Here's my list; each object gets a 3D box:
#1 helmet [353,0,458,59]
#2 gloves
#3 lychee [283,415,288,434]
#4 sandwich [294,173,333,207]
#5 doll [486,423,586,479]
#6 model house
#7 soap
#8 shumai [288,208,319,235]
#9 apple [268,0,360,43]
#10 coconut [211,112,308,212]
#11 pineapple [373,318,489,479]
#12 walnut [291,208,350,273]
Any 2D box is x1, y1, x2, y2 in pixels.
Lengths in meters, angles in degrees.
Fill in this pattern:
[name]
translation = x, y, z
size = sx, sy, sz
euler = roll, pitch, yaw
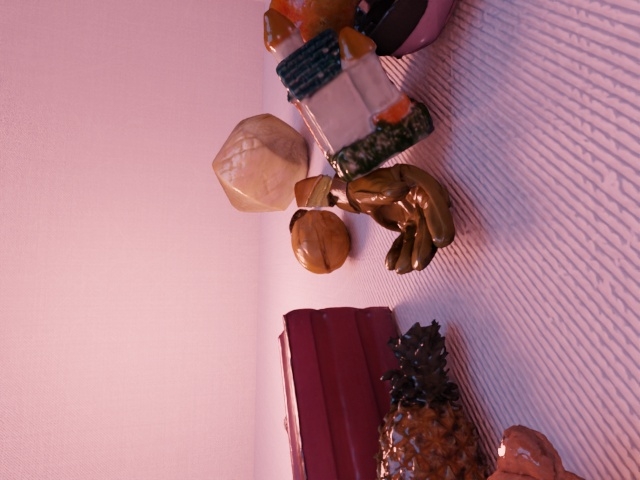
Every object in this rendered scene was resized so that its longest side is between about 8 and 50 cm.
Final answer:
[helmet]
translation = 0.155, -0.418, 0.636
size = 0.253, 0.154, 0.198
euler = -58, 27, 29
[gloves]
translation = 0.127, -0.057, 0.690
size = 0.331, 0.141, 0.154
euler = -137, 39, -58
[lychee]
translation = -0.052, 0.577, 1.266
size = 0.129, 0.123, 0.124
euler = -134, 48, -69
[sandwich]
translation = -0.015, -0.148, 1.270
size = 0.258, 0.094, 0.096
euler = -170, 84, -72
[doll]
translation = 0.254, 0.299, 0.296
size = 0.303, 0.156, 0.201
euler = 28, 110, 40
[model house]
translation = 0.028, -0.284, 0.704
size = 0.301, 0.190, 0.271
euler = 52, -170, -24
[soap]
translation = 0.056, 0.303, 0.733
size = 0.128, 0.232, 0.360
euler = 109, 156, -48
[shumai]
translation = -0.052, -0.043, 1.409
size = 0.105, 0.139, 0.123
euler = 19, 141, 42
[apple]
translation = 0.012, -0.494, 0.839
size = 0.278, 0.250, 0.309
euler = -57, -18, 8
[coconut]
translation = -0.242, -0.295, 1.626
size = 0.415, 0.344, 0.415
euler = -53, 17, 23
[pineapple]
translation = 0.151, 0.248, 0.576
size = 0.158, 0.157, 0.279
euler = 126, 146, -62
[walnut]
translation = 0.000, 0.000, 1.093
size = 0.207, 0.159, 0.159
euler = -109, 27, -49
